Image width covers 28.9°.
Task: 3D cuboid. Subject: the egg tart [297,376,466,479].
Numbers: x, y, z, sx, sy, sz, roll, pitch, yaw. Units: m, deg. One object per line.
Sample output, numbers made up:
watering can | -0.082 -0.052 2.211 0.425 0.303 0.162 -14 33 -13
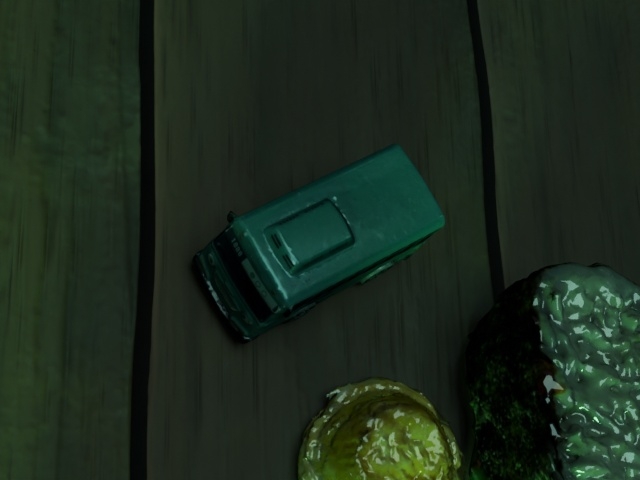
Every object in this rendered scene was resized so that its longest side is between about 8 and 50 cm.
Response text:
egg tart | 0.049 0.154 0.854 0.128 0.049 0.129 8 68 -22

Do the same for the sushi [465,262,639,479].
sushi | 0.178 0.132 0.875 0.124 0.127 0.225 5 60 -22

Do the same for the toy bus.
toy bus | 0.000 0.000 0.868 0.160 0.092 0.079 -26 81 -30
